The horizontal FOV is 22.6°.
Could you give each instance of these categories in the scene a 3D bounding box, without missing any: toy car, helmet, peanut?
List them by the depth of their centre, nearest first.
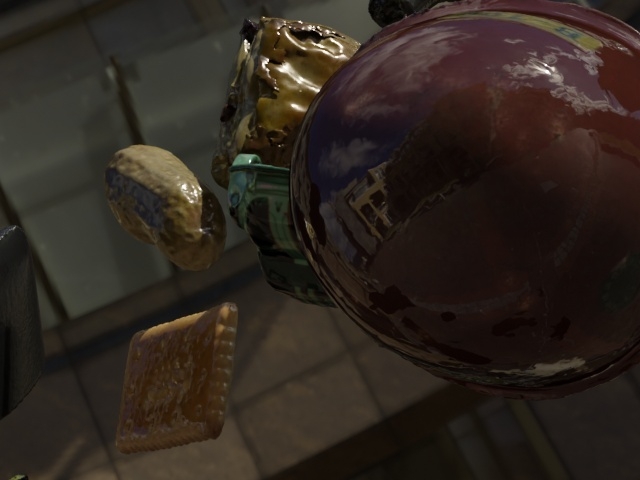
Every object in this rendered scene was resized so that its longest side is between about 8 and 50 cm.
[{"bbox_3d":[0.105,-0.041,1.270,0.230,0.385,0.337,-2,-70,-64],"label":"helmet"},{"bbox_3d":[0.000,0.000,1.613,0.136,0.125,0.306,9,-8,17],"label":"toy car"},{"bbox_3d":[-0.195,-0.038,2.049,0.120,0.236,0.110,-51,-41,6],"label":"peanut"}]

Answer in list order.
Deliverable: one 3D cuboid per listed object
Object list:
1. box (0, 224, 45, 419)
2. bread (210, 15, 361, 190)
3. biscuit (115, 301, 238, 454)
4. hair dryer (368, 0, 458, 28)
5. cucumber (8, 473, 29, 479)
[{"bbox_3d":[-0.363,0.093,1.809,0.042,0.212,0.201,0,-68,12],"label":"box"},{"bbox_3d":[0.032,-0.149,2.095,0.324,0.277,0.167,27,-33,-30],"label":"bread"},{"bbox_3d":[-0.172,0.164,1.876,0.030,0.160,0.250,17,-19,-29],"label":"biscuit"},{"bbox_3d":[0.031,-0.393,1.801,0.120,0.359,0.304,-41,6,35],"label":"hair dryer"},{"bbox_3d":[-0.281,0.314,1.598,0.039,0.163,0.043,-21,4,-23],"label":"cucumber"}]
